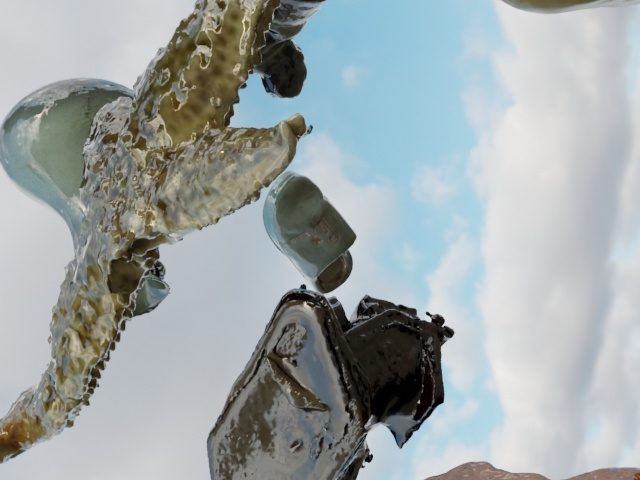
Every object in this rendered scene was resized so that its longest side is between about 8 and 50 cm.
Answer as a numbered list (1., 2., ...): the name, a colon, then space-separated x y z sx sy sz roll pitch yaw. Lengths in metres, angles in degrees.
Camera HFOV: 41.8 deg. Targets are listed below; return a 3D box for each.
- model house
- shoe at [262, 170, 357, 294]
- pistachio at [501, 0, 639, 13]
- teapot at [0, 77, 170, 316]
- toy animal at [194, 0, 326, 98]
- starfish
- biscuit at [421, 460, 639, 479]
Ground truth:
1. model house: 0.010 0.133 0.703 0.203 0.141 0.164 -54 -14 25
2. shoe: 0.000 0.000 1.294 0.103 0.100 0.251 -50 -42 -18
3. pistachio: 0.231 -0.273 0.672 0.288 0.197 0.166 -14 -71 -27
4. teapot: -0.246 -0.044 0.910 0.183 0.183 0.251 26 -139 -59
5. toy animal: -0.037 -0.234 0.692 0.106 0.168 0.343 -96 18 -44
6. starfish: -0.141 -0.049 0.622 0.082 0.432 0.324 19 -133 -27
7. biscuit: 0.157 0.232 0.576 0.202 0.334 0.047 -39 -74 -41
